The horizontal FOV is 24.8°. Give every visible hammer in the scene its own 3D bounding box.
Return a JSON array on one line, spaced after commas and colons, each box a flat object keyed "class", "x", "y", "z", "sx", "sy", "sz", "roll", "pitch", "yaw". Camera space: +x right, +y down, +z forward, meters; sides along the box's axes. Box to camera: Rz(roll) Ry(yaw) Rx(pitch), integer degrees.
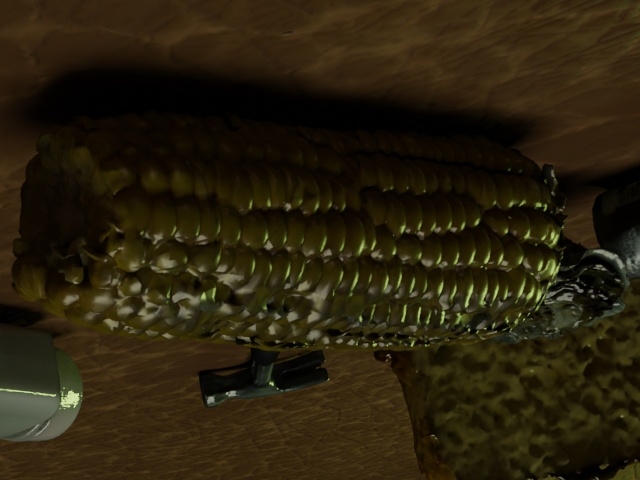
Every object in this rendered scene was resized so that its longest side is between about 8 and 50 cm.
[{"class": "hammer", "x": -0.036, "y": 0.084, "z": 1.103, "sx": 0.103, "sy": 0.029, "sz": 0.246, "roll": -9, "pitch": 164, "yaw": -9}]

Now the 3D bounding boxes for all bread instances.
[{"class": "bread", "x": 0.160, "y": 0.103, "z": 1.079, "sx": 0.261, "sy": 0.160, "sz": 0.147, "roll": -11, "pitch": 173, "yaw": -26}]

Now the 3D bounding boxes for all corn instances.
[{"class": "corn", "x": 0.000, "y": 0.000, "z": 0.666, "sx": 0.318, "sy": 0.115, "sz": 0.115, "roll": 3, "pitch": 159, "yaw": -44}]

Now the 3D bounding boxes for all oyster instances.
[{"class": "oyster", "x": 0.099, "y": 0.025, "z": 0.879, "sx": 0.177, "sy": 0.064, "sz": 0.125, "roll": 2, "pitch": 152, "yaw": 21}]

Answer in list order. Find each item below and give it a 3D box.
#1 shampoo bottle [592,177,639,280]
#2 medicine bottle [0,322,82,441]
[{"class": "shampoo bottle", "x": 0.256, "y": -0.037, "z": 0.818, "sx": 0.208, "sy": 0.057, "sz": 0.063, "roll": -22, "pitch": 131, "yaw": 33}, {"class": "medicine bottle", "x": -0.224, "y": 0.089, "z": 0.896, "sx": 0.119, "sy": 0.069, "sz": 0.183, "roll": -19, "pitch": 162, "yaw": 22}]
